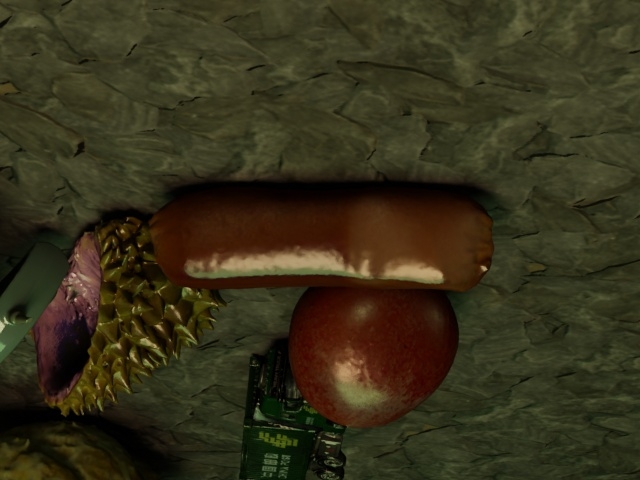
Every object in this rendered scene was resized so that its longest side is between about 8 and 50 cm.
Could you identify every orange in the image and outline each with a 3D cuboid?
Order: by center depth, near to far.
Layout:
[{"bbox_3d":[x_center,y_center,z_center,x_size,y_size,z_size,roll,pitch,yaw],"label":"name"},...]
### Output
[{"bbox_3d":[-0.293,0.328,1.877,0.271,0.210,0.368,15,158,35],"label":"orange"}]

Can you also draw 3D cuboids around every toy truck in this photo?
[{"bbox_3d":[-0.023,0.190,1.716,0.121,0.088,0.259,7,152,-2],"label":"toy truck"}]

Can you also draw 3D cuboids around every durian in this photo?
[{"bbox_3d":[-0.179,0.073,1.520,0.186,0.153,0.260,-12,164,-19],"label":"durian"}]

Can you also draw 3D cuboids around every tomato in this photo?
[{"bbox_3d":[0.046,0.099,1.478,0.167,0.167,0.167,4,151,2],"label":"tomato"}]

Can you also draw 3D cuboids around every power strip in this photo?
[{"bbox_3d":[-0.309,0.073,1.489,0.044,0.137,0.216,40,149,-20],"label":"power strip"}]

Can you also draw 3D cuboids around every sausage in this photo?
[{"bbox_3d":[0.000,0.000,1.369,0.300,0.089,0.083,1,164,8],"label":"sausage"}]
